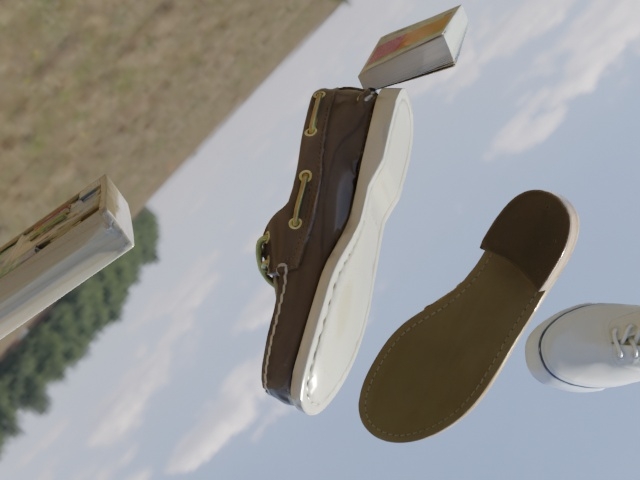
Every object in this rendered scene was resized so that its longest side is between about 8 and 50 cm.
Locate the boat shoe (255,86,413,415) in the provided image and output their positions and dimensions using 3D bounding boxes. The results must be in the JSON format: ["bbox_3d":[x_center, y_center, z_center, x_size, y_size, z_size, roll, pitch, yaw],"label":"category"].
[{"bbox_3d":[0.000,0.000,1.188,0.117,0.096,0.324,65,37,-59],"label":"boat shoe"}]

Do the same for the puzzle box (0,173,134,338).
[{"bbox_3d":[-0.335,0.037,1.480,0.272,0.052,0.409,-36,-169,-4],"label":"puzzle box"}]

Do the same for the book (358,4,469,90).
[{"bbox_3d":[0.094,-0.196,1.341,0.096,0.035,0.144,-18,-161,20],"label":"book"}]

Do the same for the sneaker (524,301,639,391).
[{"bbox_3d":[0.336,0.100,1.375,0.258,0.094,0.091,-6,168,-23],"label":"sneaker"}]

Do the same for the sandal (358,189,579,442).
[{"bbox_3d":[0.130,0.065,1.042,0.240,0.088,0.079,-55,154,18],"label":"sandal"}]
